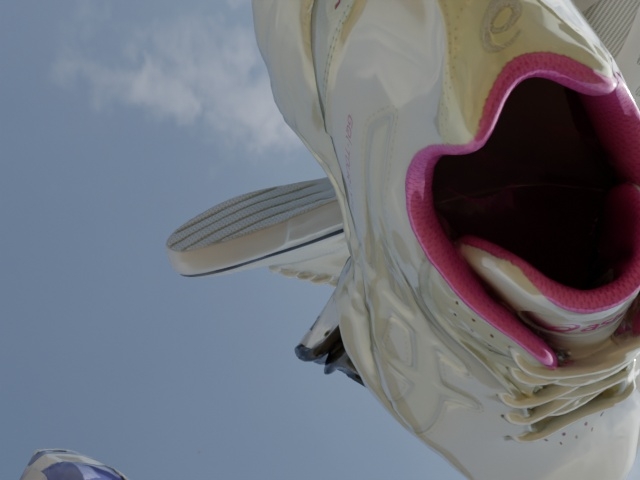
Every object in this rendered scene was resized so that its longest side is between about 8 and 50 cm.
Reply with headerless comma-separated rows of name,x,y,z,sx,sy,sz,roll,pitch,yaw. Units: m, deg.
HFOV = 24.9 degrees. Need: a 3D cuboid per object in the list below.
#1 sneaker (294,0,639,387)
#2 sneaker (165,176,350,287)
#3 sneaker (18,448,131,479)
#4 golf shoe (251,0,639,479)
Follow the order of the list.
sneaker,0.121,-0.020,0.936,0.169,0.447,0.257,27,-124,0
sneaker,0.000,0.000,1.233,0.258,0.094,0.091,-15,-66,-9
sneaker,-0.046,0.228,0.804,0.182,0.315,0.127,8,-120,28
golf shoe,0.067,0.018,0.509,0.115,0.306,0.140,-30,-140,-4
